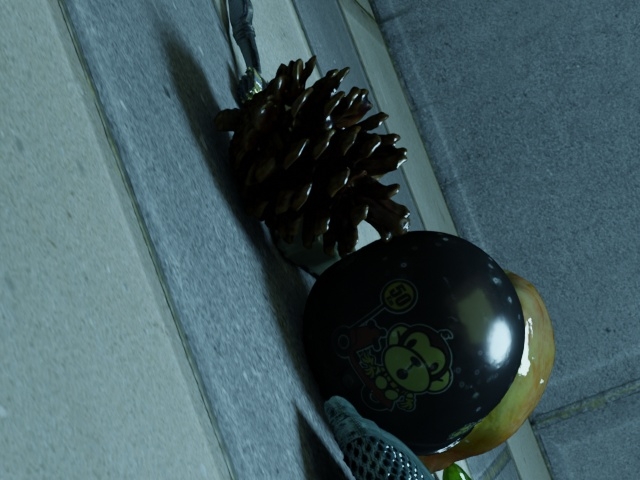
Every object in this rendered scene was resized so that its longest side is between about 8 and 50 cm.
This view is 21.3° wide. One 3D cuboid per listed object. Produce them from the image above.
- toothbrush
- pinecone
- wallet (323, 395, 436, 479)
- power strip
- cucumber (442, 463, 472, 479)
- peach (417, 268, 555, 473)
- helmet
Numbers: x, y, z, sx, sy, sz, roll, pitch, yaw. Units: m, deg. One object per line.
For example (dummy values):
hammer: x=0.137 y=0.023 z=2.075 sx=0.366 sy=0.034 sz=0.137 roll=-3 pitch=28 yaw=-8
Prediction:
toothbrush: x=-0.095 y=-0.276 z=2.051 sx=0.042 sy=0.035 sz=0.413 roll=58 pitch=14 yaw=-39
pinecone: x=-0.001 y=-0.076 z=1.726 sx=0.212 sy=0.168 sz=0.186 roll=48 pitch=34 yaw=-17
wallet: x=0.127 y=0.310 z=1.580 sx=0.237 sy=0.075 sz=0.342 roll=49 pitch=8 yaw=-47
power strip: x=-0.003 y=0.001 z=1.934 sx=0.286 sy=0.048 sz=0.080 roll=44 pitch=27 yaw=-72
cucumber: x=0.218 y=0.406 z=2.268 sx=0.056 sy=0.056 sz=0.250 roll=-42 pitch=108 yaw=-80
peach: x=0.161 y=0.150 z=2.021 sx=0.232 sy=0.232 sz=0.257 roll=-50 pitch=157 yaw=-80
helmet: x=0.124 y=0.086 z=1.773 sx=0.279 sy=0.160 sz=0.231 roll=-30 pitch=84 yaw=-41
